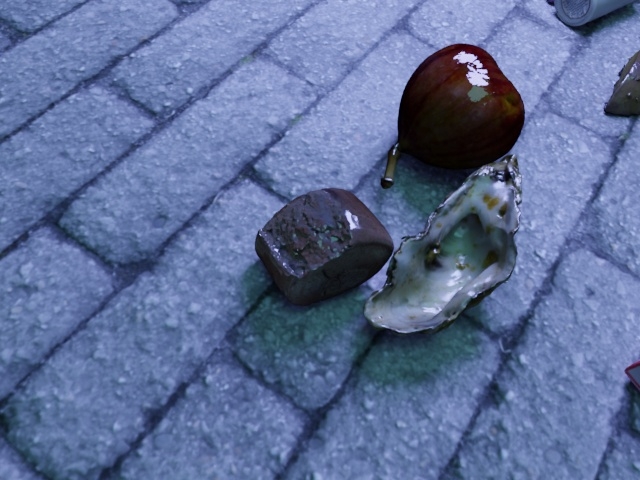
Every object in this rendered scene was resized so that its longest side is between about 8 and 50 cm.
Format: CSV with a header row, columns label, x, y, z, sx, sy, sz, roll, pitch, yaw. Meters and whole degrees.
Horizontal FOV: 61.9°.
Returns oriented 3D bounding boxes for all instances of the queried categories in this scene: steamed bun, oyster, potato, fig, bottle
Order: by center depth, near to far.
label,x,y,z,sx,sy,sz,roll,pitch,yaw
steamed bun,0.000,0.000,0.755,0.175,0.106,0.144,-28,58,-8
oyster,0.198,0.011,0.781,0.166,0.110,0.341,20,61,16
fig,0.195,-0.193,0.881,0.250,0.186,0.203,-30,78,13
potato,0.632,-0.309,1.033,0.101,0.089,0.172,35,60,11
bottle,0.636,-0.558,1.174,0.245,0.104,0.104,-28,66,-22

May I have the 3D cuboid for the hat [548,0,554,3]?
label,x,y,z,sx,sy,sz,roll,pitch,yaw
hat,0.481,-0.633,1.217,0.140,0.129,0.227,-30,84,-46

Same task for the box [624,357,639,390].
label,x,y,z,sx,sy,sz,roll,pitch,yaw
box,0.646,0.163,0.625,0.312,0.314,0.300,-26,69,-21
